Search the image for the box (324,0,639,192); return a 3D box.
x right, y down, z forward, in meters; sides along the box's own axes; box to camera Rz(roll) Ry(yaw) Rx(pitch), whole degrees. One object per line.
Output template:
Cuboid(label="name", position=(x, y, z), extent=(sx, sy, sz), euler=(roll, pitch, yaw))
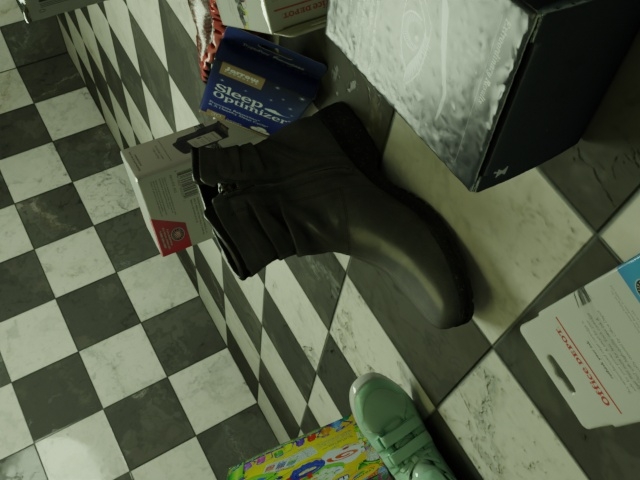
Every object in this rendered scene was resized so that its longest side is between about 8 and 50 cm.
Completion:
Cuboid(label="box", position=(0.102, -0.165, 0.457), extent=(0.207, 0.108, 0.153), euler=(54, 158, 27))

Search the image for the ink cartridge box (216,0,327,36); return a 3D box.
Cuboid(label="ink cartridge box", position=(-0.035, -0.268, 0.695), extent=(0.181, 0.104, 0.061), euler=(35, 145, 54))

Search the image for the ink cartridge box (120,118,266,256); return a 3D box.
Cuboid(label="ink cartridge box", position=(-0.191, -0.101, 1.103), extent=(0.100, 0.237, 0.172), euler=(51, 156, 42))

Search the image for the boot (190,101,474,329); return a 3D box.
Cuboid(label="boot", position=(0.000, 0.000, 0.746), extent=(0.338, 0.223, 0.118), euler=(54, 157, 29))

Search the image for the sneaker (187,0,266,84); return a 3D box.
Cuboid(label="sneaker", position=(-0.134, -0.322, 0.900), extent=(0.135, 0.098, 0.276), euler=(60, 158, 14))

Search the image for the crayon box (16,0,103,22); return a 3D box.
Cuboid(label="crayon box", position=(-0.110, -0.313, 0.514), extent=(0.081, 0.319, 0.202), euler=(59, 159, 18))

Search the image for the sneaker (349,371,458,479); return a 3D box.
Cuboid(label="sneaker", position=(0.142, 0.309, 0.940), extent=(0.255, 0.094, 0.151), euler=(58, 168, -10))

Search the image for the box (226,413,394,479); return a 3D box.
Cuboid(label="box", position=(-0.006, 0.473, 1.128), extent=(0.279, 0.290, 0.177), euler=(-125, 12, -84))

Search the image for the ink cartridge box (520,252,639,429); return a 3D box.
Cuboid(label="ink cartridge box", position=(0.233, 0.070, 0.471), extent=(0.104, 0.060, 0.180), euler=(59, 160, 14))

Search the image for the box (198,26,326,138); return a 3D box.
Cuboid(label="box", position=(-0.087, -0.203, 0.886), extent=(0.225, 0.136, 0.036), euler=(146, 143, -70))
